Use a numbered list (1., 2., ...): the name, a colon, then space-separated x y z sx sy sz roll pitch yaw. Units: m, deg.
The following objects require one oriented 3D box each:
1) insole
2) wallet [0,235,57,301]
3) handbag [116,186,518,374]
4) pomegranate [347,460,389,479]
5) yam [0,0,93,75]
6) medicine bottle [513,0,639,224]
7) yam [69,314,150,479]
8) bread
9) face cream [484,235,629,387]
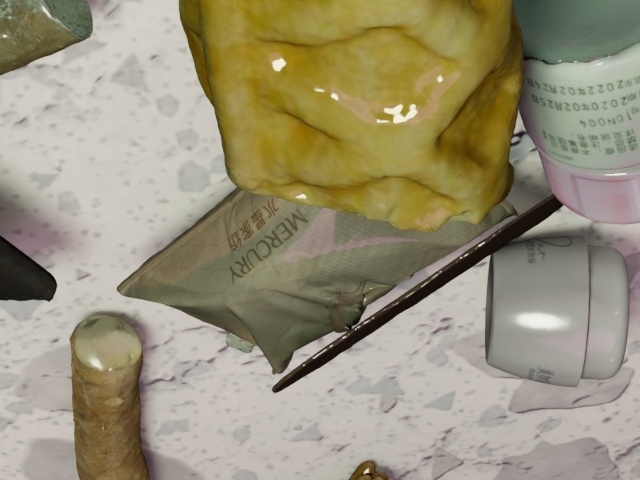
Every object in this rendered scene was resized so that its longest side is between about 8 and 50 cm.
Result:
1. insole: 0.100 0.019 1.192 0.328 0.007 0.111 -34 170 2
2. wallet: -0.334 -0.045 1.109 0.170 0.044 0.321 -6 147 40
3. handbag: 0.000 0.000 1.178 0.182 0.117 0.270 32 124 -29
4. pomegranate: 0.015 0.322 1.506 0.214 0.214 0.248 17 100 -24
5. yam: -0.230 -0.128 1.041 0.169 0.068 0.068 -20 137 18
6. medicine bottle: 0.190 -0.106 1.068 0.135 0.135 0.168 -14 138 9
7. yam: -0.179 0.168 1.386 0.066 0.066 0.300 -2 139 -5
8. bread: 0.015 -0.151 0.941 0.238 0.196 0.252 16 146 9
9. face cream: 0.181 0.054 1.262 0.104 0.117 0.117 4 138 2
